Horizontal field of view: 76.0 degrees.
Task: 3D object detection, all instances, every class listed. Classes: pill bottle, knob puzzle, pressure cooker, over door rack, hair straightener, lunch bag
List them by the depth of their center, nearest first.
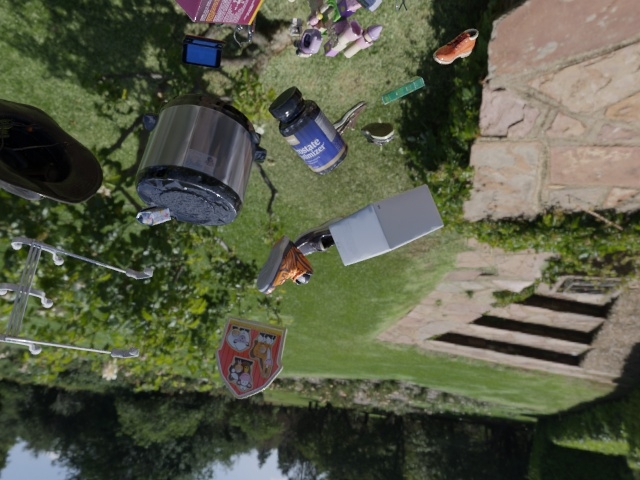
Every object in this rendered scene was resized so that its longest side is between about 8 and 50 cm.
[{"bbox_3d":[-0.595,0.153,0.993,0.108,0.240,0.324,-18,151,36],"label":"over door rack"},{"bbox_3d":[-0.187,0.301,1.039,0.212,0.213,0.030,1,166,16],"label":"knob puzzle"},{"bbox_3d":[-0.032,-0.291,1.088,0.122,0.123,0.219,-13,133,41],"label":"pill bottle"},{"bbox_3d":[-0.231,-0.697,1.233,0.089,0.047,0.231,-19,149,-35],"label":"hair straightener"},{"bbox_3d":[-0.535,-0.081,1.306,0.083,0.053,0.071,2,-163,33],"label":"lunch bag"},{"bbox_3d":[-0.412,-0.301,1.451,0.375,0.421,0.370,-5,155,28],"label":"pressure cooker"}]

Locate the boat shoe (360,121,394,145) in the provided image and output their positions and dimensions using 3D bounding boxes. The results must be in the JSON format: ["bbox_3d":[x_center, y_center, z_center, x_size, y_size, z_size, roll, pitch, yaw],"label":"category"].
[{"bbox_3d":[0.149,-0.262,1.023,0.056,0.152,0.049,-32,116,1],"label":"boat shoe"}]

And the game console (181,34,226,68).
[{"bbox_3d":[-0.427,-0.688,1.498,0.143,0.085,0.124,-1,-163,-24],"label":"game console"}]

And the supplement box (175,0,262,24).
[{"bbox_3d":[-0.217,-0.521,0.853,0.104,0.188,0.081,47,127,2],"label":"supplement box"}]

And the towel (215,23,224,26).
[{"bbox_3d":[-0.353,-0.863,1.502,0.113,0.152,0.023,-24,163,14],"label":"towel"}]

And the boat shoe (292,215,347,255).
[{"bbox_3d":[0.000,0.000,1.692,0.285,0.092,0.103,-27,139,14],"label":"boat shoe"}]

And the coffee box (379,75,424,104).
[{"bbox_3d":[0.351,-0.657,1.790,0.184,0.113,0.041,-23,113,10],"label":"coffee box"}]

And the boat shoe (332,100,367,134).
[{"bbox_3d":[0.155,-0.628,2.176,0.257,0.095,0.095,-36,95,26],"label":"boat shoe"}]

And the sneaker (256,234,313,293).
[{"bbox_3d":[-0.115,0.117,1.529,0.180,0.321,0.124,43,122,-15],"label":"sneaker"}]

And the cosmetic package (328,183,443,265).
[{"bbox_3d":[0.187,-0.042,1.191,0.223,0.138,0.224,-21,176,-33],"label":"cosmetic package"}]

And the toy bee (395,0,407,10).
[{"bbox_3d":[0.321,-0.821,1.173,0.162,0.299,0.195,8,-160,24],"label":"toy bee"}]

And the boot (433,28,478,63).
[{"bbox_3d":[0.426,-0.615,1.290,0.157,0.059,0.085,-29,165,-19],"label":"boot"}]

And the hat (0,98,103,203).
[{"bbox_3d":[-0.727,-0.189,1.001,0.134,0.332,0.331,-39,136,20],"label":"hat"}]

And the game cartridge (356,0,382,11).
[{"bbox_3d":[0.044,-0.769,1.120,0.068,0.230,0.355,-32,177,27],"label":"game cartridge"}]

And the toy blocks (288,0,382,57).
[{"bbox_3d":[0.066,-0.840,1.459,0.308,0.289,0.260,-19,-178,-40],"label":"toy blocks"}]
